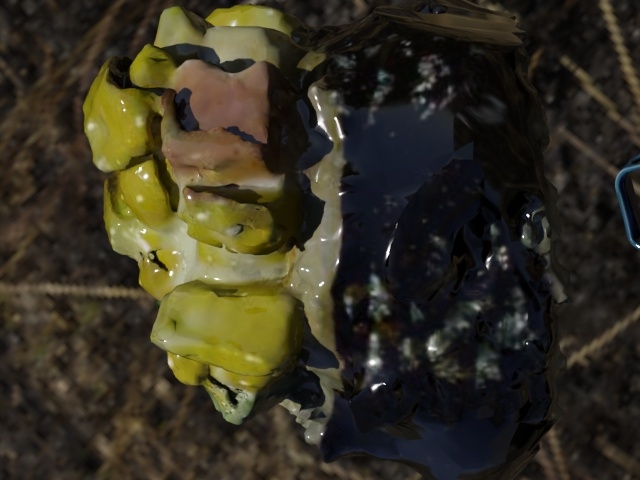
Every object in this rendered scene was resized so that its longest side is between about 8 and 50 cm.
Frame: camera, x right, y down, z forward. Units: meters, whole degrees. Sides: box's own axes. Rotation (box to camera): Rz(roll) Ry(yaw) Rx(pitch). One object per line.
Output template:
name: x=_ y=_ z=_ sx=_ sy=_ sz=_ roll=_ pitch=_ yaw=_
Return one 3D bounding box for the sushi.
sushi: x=0.000 y=0.000 z=1.158 sx=0.285 sy=0.328 sz=0.329 roll=-5 pitch=108 yaw=-4

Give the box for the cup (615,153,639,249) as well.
cup: x=0.388 y=-0.019 z=1.829 sx=0.176 sy=0.131 sz=0.155 roll=21 pitch=130 yaw=26
